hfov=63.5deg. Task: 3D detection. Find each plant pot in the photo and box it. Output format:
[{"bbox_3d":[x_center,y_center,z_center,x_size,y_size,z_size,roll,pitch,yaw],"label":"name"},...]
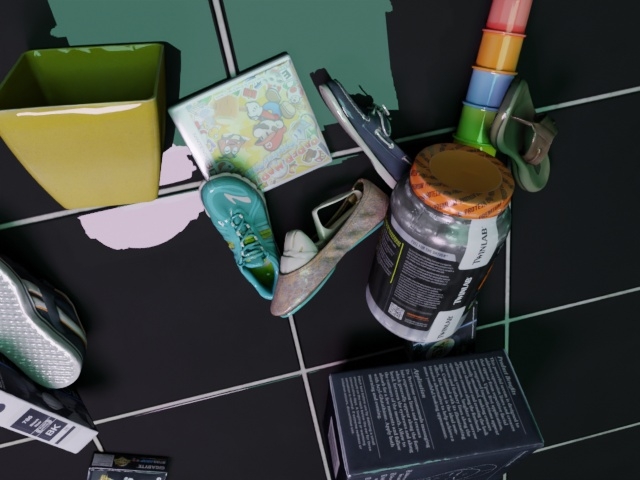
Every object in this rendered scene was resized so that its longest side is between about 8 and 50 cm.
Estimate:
[{"bbox_3d":[-0.337,-0.169,0.794,0.212,0.212,0.187,-6,131,-8],"label":"plant pot"}]

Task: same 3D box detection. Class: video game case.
[{"bbox_3d":[-0.118,-0.186,0.917,0.226,0.026,0.206,-24,119,2],"label":"video game case"}]

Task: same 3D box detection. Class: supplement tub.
[{"bbox_3d":[0.208,0.010,0.933,0.207,0.207,0.338,-1,136,-10],"label":"supplement tub"}]

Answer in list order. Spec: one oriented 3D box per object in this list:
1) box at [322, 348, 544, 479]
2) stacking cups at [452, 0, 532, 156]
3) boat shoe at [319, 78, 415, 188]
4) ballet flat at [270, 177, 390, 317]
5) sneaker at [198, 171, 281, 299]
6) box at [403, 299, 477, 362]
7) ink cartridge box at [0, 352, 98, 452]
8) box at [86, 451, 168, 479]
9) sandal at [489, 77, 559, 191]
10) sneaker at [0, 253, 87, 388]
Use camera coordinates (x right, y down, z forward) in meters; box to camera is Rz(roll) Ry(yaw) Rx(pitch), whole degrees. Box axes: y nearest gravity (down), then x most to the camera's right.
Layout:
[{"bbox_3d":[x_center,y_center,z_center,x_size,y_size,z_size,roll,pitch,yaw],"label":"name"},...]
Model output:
[{"bbox_3d":[0.217,0.416,1.133,0.395,0.212,0.294,-6,143,-8],"label":"box"},{"bbox_3d":[0.294,-0.272,0.923,0.095,0.096,0.316,1,113,-11],"label":"stacking cups"},{"bbox_3d":[0.095,-0.193,0.915,0.079,0.095,0.254,-38,119,11],"label":"boat shoe"},{"bbox_3d":[0.000,0.000,0.959,0.316,0.107,0.106,-45,112,-19],"label":"ballet flat"},{"bbox_3d":[-0.128,-0.005,0.944,0.107,0.110,0.275,-25,127,1],"label":"sneaker"},{"bbox_3d":[0.265,0.201,1.161,0.147,0.077,0.180,-9,118,-6],"label":"box"},{"bbox_3d":[-0.553,0.263,0.925,0.065,0.165,0.333,-44,142,-10],"label":"ink cartridge box"},{"bbox_3d":[-0.475,0.610,1.245,0.175,0.051,0.220,12,114,-17],"label":"box"},{"bbox_3d":[0.383,-0.182,0.922,0.302,0.086,0.120,32,81,-49],"label":"sandal"},{"bbox_3d":[-0.550,0.120,0.934,0.126,0.127,0.321,-26,118,0],"label":"sneaker"}]
